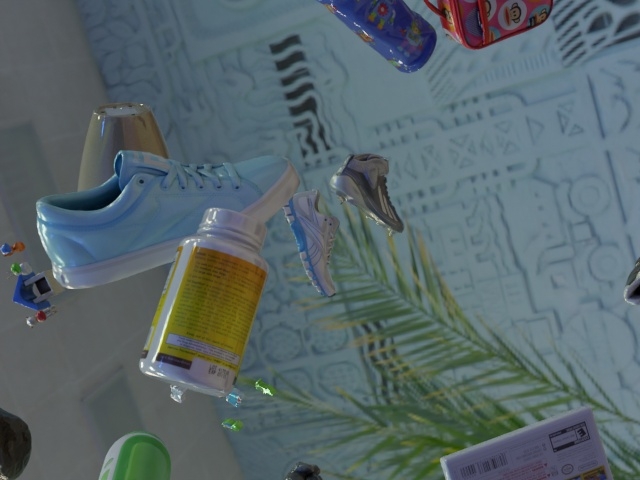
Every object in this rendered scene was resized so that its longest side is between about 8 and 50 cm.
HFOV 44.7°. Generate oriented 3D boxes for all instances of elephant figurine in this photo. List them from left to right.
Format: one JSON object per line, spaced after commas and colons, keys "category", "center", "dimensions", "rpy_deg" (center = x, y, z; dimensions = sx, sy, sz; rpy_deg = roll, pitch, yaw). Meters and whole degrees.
{"category": "elephant figurine", "center": [-0.003, 0.714, 2.103], "dimensions": [0.169, 0.239, 0.186], "rpy_deg": [38, -97, -37]}

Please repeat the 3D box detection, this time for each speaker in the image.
{"category": "speaker", "center": [-0.332, 0.448, 1.370], "dimensions": [0.296, 0.131, 0.131], "rpy_deg": [-121, 12, -77]}

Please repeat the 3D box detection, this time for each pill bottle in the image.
{"category": "pill bottle", "center": [-0.134, 0.073, 0.950], "dimensions": [0.117, 0.117, 0.215], "rpy_deg": [40, -118, -57]}

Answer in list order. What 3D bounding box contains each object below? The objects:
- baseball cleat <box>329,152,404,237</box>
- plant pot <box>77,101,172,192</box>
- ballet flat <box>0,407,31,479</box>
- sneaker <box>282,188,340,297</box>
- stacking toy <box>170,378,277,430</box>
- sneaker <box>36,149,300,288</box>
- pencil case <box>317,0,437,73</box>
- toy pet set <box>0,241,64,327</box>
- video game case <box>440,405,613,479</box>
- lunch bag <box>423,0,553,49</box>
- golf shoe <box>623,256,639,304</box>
{"category": "baseball cleat", "center": [0.103, -0.083, 1.355], "dimensions": [0.206, 0.072, 0.109], "rpy_deg": [31, -88, -49]}
{"category": "plant pot", "center": [-0.447, -0.171, 1.801], "dimensions": [0.256, 0.257, 0.274], "rpy_deg": [-60, -25, -62]}
{"category": "ballet flat", "center": [-0.485, 0.278, 1.128], "dimensions": [0.250, 0.058, 0.084], "rpy_deg": [84, -163, -55]}
{"category": "sneaker", "center": [0.000, 0.000, 1.305], "dimensions": [0.071, 0.083, 0.190], "rpy_deg": [40, -151, -84]}
{"category": "stacking toy", "center": [-0.244, 0.371, 1.951], "dimensions": [0.167, 0.221, 0.052], "rpy_deg": [-43, -29, -47]}
{"category": "sneaker", "center": [-0.205, -0.062, 1.060], "dimensions": [0.135, 0.366, 0.150], "rpy_deg": [45, 155, 54]}
{"category": "pencil case", "center": [0.115, -0.473, 1.603], "dimensions": [0.306, 0.119, 0.133], "rpy_deg": [31, -93, -39]}
{"category": "toy pet set", "center": [-0.439, 0.069, 1.149], "dimensions": [0.122, 0.065, 0.114], "rpy_deg": [64, -173, -1]}
{"category": "video game case", "center": [0.296, 0.359, 1.061], "dimensions": [0.026, 0.227, 0.206], "rpy_deg": [155, 98, -78]}
{"category": "lunch bag", "center": [0.324, -0.546, 1.572], "dimensions": [0.120, 0.258, 0.293], "rpy_deg": [-122, 11, -59]}
{"category": "golf shoe", "center": [0.558, 0.036, 1.090], "dimensions": [0.120, 0.273, 0.105], "rpy_deg": [-23, -97, -45]}
